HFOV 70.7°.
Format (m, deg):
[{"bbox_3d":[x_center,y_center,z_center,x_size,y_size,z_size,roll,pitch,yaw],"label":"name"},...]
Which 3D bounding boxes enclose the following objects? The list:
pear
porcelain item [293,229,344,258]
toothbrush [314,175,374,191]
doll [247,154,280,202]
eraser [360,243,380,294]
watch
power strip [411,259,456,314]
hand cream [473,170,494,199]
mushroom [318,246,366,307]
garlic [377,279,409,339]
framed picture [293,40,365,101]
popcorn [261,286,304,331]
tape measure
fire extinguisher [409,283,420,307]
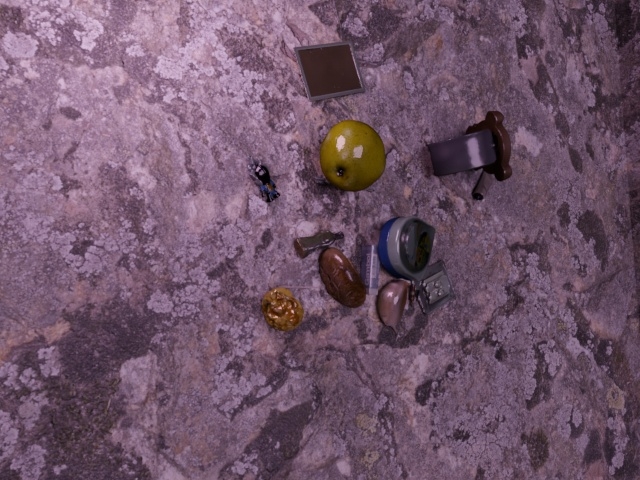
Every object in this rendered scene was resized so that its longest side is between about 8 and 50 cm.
[{"bbox_3d":[0.126,-0.335,1.798,0.294,0.294,0.294,2,86,-25],"label":"pear"},{"bbox_3d":[0.000,0.000,1.828,0.216,0.069,0.081,-20,61,-27],"label":"porcelain item"},{"bbox_3d":[0.105,-0.239,1.919,0.294,0.026,0.028,5,102,-25],"label":"toothbrush"},{"bbox_3d":[-0.225,-0.242,1.740,0.096,0.070,0.195,-43,112,-37],"label":"doll"},{"bbox_3d":[0.208,0.122,1.905,0.046,0.092,0.212,6,84,-23],"label":"eraser"},{"bbox_3d":[0.657,-0.399,2.067,0.327,0.335,0.314,-14,98,-7],"label":"watch"},{"bbox_3d":[0.531,0.213,2.067,0.213,0.064,0.198,-27,98,-24],"label":"power strip"},{"bbox_3d":[0.813,-0.272,2.246,0.087,0.054,0.186,44,63,-21],"label":"hand cream"},{"bbox_3d":[0.107,0.156,1.823,0.156,0.151,0.285,-36,101,-22],"label":"mushroom"},{"bbox_3d":[0.309,0.297,1.951,0.149,0.128,0.266,16,90,-12],"label":"garlic"},{"bbox_3d":[0.041,-0.724,1.927,0.296,0.019,0.232,-18,95,-26],"label":"framed picture"},{"bbox_3d":[-0.141,0.257,1.695,0.170,0.180,0.180,-7,89,-59],"label":"popcorn"},{"bbox_3d":[0.366,0.022,1.909,0.262,0.138,0.259,31,67,-46],"label":"tape measure"},{"bbox_3d":[0.421,0.248,2.028,0.046,0.032,0.100,0,96,-27],"label":"fire extinguisher"}]
